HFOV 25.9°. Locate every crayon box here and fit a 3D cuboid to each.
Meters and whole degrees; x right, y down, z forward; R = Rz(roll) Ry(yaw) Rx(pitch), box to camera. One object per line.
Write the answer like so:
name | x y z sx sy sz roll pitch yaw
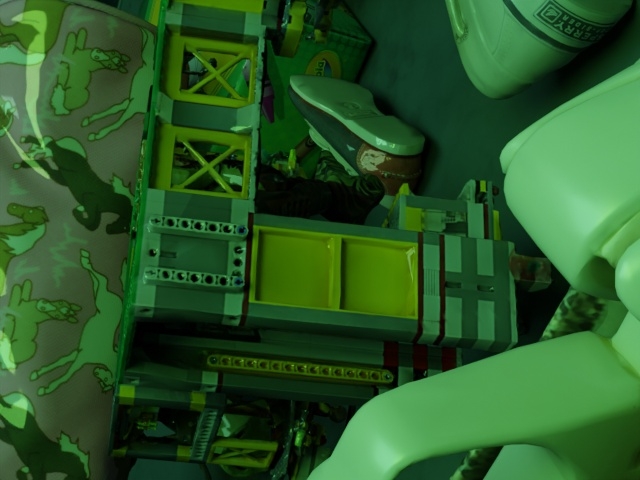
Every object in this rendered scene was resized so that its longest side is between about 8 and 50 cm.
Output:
crayon box | -0.066 -0.137 1.022 0.165 0.081 0.278 -66 27 23

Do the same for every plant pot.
plant pot | -0.057 0.108 0.890 0.079 0.083 0.083 51 124 47

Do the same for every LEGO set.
LEGO set | 0.000 0.000 0.714 0.331 0.192 0.255 109 165 -54

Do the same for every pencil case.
pencil case | -0.189 0.043 0.886 0.160 0.167 0.386 52 -136 -75

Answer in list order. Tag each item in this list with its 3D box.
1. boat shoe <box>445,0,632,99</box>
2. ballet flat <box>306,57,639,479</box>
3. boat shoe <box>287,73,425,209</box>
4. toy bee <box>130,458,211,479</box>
boat shoe | 0.088 -0.192 0.720 0.088 0.096 0.268 -43 48 43
ballet flat | 0.101 0.061 0.440 0.483 0.182 0.164 -62 27 27
boat shoe | 0.018 -0.064 0.839 0.137 0.049 0.043 43 133 50
toy bee | -0.187 0.259 1.021 0.162 0.298 0.195 -53 -58 -84
